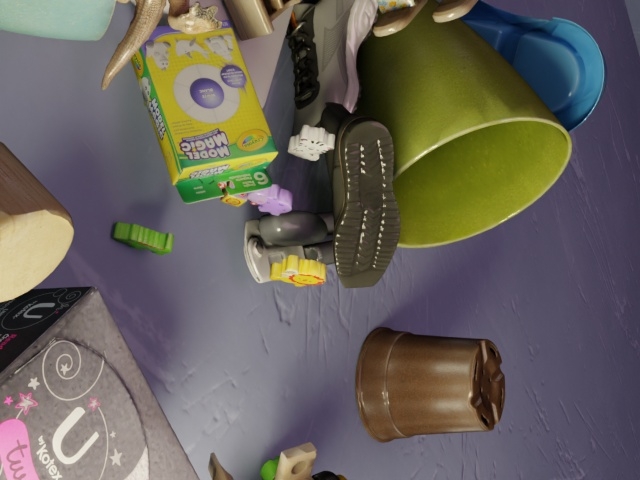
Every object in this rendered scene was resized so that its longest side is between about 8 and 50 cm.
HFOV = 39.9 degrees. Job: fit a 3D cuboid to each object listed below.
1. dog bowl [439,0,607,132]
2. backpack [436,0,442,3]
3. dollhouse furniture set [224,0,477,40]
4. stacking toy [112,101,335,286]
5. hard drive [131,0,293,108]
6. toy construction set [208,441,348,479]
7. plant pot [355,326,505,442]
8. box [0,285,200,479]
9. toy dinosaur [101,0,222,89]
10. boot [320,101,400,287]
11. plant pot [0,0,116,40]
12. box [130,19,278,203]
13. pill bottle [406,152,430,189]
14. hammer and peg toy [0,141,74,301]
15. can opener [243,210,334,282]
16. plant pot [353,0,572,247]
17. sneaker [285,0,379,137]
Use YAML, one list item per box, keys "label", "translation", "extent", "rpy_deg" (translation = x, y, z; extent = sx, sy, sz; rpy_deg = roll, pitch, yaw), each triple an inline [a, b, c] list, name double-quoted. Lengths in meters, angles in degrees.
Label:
- label: "dog bowl"
  translation: [0.276, -0.252, 1.279]
  extent: [0.074, 0.297, 0.165]
  rpy_deg: [-14, 121, -54]
- label: "backpack"
  translation: [0.213, -0.477, 1.448]
  extent: [0.166, 0.145, 0.188]
  rpy_deg: [30, 63, -59]
- label: "dollhouse furniture set"
  translation: [0.026, -0.317, 0.944]
  extent: [0.161, 0.242, 0.212]
  rpy_deg: [-54, 129, -46]
- label: "stacking toy"
  translation: [-0.088, -0.055, 0.903]
  extent: [0.221, 0.052, 0.166]
  rpy_deg: [15, 68, -25]
- label: "hard drive"
  translation: [-0.137, -0.307, 0.950]
  extent: [0.307, 0.040, 0.203]
  rpy_deg: [45, 49, -46]
- label: "toy construction set"
  translation: [-0.048, 0.299, 0.877]
  extent: [0.237, 0.258, 0.308]
  rpy_deg: [54, -15, 43]
- label: "plant pot"
  translation: [0.160, 0.201, 1.236]
  extent: [0.167, 0.165, 0.166]
  rpy_deg: [15, 72, -56]
- label: "box"
  translation: [-0.209, 0.179, 0.664]
  extent: [0.163, 0.142, 0.247]
  rpy_deg: [-52, 128, -48]
- label: "toy dinosaur"
  translation: [-0.162, -0.293, 0.777]
  extent: [0.127, 0.200, 0.295]
  rpy_deg: [-8, 124, -19]
- label: "boot"
  translation: [0.037, -0.057, 1.024]
  extent: [0.077, 0.137, 0.197]
  rpy_deg: [-1, 111, -17]
- label: "plant pot"
  translation: [-0.255, -0.277, 0.577]
  extent: [0.196, 0.290, 0.290]
  rpy_deg: [-7, 92, -24]
- label: "box"
  translation: [-0.114, -0.128, 0.868]
  extent: [0.105, 0.043, 0.179]
  rpy_deg: [-14, 77, -28]
- label: "pill bottle"
  translation: [0.140, -0.128, 1.335]
  extent: [0.078, 0.078, 0.137]
  rpy_deg: [34, 58, -52]
- label: "hammer and peg toy"
  translation: [-0.298, 0.055, 0.345]
  extent: [0.361, 0.127, 0.266]
  rpy_deg: [-45, 156, -2]
- label: "can opener"
  translation: [0.000, 0.000, 1.084]
  extent: [0.280, 0.093, 0.074]
  rpy_deg: [-8, 87, -61]
- label: "plant pot"
  translation: [0.148, -0.185, 1.197]
  extent: [0.275, 0.275, 0.293]
  rpy_deg: [27, 36, -54]
- label: "sneaker"
  translation: [-0.005, -0.231, 1.121]
  extent: [0.108, 0.100, 0.271]
  rpy_deg: [22, 68, -29]
